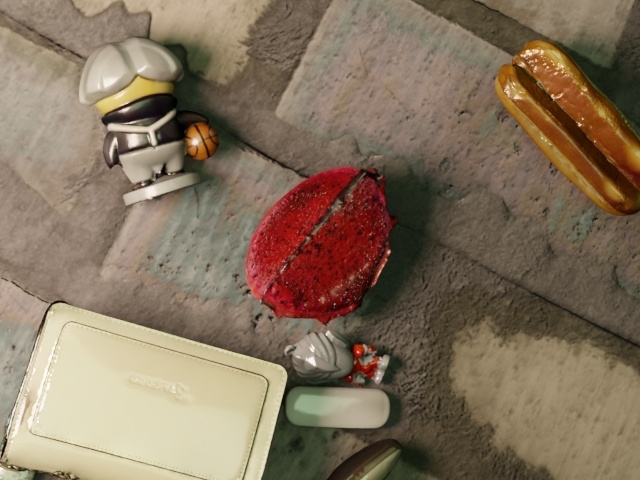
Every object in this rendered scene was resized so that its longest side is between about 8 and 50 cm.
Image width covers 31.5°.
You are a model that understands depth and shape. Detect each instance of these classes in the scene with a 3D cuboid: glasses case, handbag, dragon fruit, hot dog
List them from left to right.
[{"bbox_3d":[-0.250,0.254,1.626,0.359,0.160,0.236,18,71,-9],"label":"handbag"},{"bbox_3d":[0.000,0.000,1.701,0.189,0.163,0.261,37,85,27],"label":"dragon fruit"},{"bbox_3d":[0.026,0.256,1.742,0.164,0.041,0.063,3,89,-11],"label":"glasses case"},{"bbox_3d":[0.417,-0.169,1.806,0.135,0.100,0.337,-45,95,-1],"label":"hot dog"}]

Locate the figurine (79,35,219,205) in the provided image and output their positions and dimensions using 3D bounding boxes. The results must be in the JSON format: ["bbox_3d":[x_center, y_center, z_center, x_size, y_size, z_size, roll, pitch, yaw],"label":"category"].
[{"bbox_3d":[-0.252,-0.183,1.662,0.176,0.133,0.236,-20,94,-20],"label":"figurine"}]

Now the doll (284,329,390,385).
[{"bbox_3d":[0.024,0.183,1.732,0.180,0.079,0.094,14,110,-23],"label":"doll"}]

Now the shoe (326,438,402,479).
[{"bbox_3d":[0.031,0.412,1.711,0.275,0.103,0.098,-45,97,-3],"label":"shoe"}]

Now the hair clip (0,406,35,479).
[{"bbox_3d":[-0.445,0.345,1.651,0.066,0.036,0.229,15,85,-14],"label":"hair clip"}]
